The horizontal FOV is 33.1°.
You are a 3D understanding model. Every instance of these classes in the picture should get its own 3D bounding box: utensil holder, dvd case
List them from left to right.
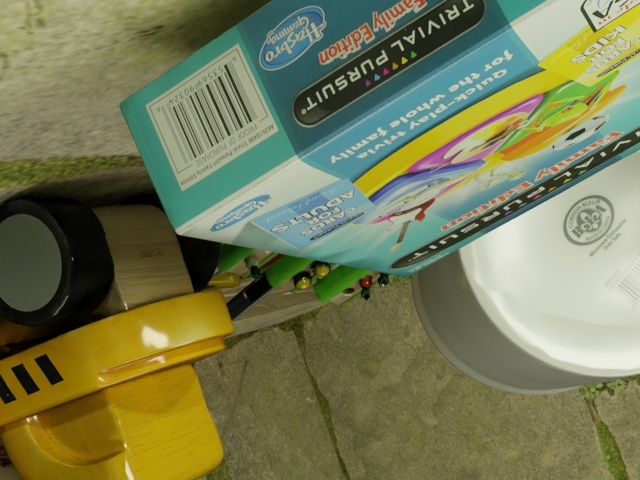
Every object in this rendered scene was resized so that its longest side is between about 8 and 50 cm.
[{"bbox_3d":[0.000,0.000,1.166,0.253,0.022,0.180,-39,179,36],"label":"dvd case"},{"bbox_3d":[0.284,0.015,1.275,0.327,0.328,0.385,-19,171,-3],"label":"utensil holder"}]

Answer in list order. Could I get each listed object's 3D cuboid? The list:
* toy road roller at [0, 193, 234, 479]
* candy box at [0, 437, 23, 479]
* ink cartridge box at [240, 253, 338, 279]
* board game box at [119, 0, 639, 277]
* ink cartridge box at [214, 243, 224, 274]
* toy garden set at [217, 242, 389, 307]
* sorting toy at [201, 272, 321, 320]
[{"bbox_3d":[-0.222,0.111,0.879,0.329,0.241,0.202,-23,173,27],"label":"toy road roller"},{"bbox_3d":[-0.270,0.201,0.942,0.164,0.070,0.196,14,-169,1],"label":"candy box"},{"bbox_3d":[-0.059,0.041,1.637,0.181,0.056,0.224,-25,173,40],"label":"ink cartridge box"},{"bbox_3d":[0.087,-0.078,0.622,0.253,0.079,0.336,-30,164,18],"label":"board game box"},{"bbox_3d":[-0.122,0.006,1.096,0.180,0.060,0.104,-20,175,1],"label":"ink cartridge box"},{"bbox_3d":[0.010,-0.005,0.994,0.244,0.049,0.203,20,136,-42],"label":"toy garden set"},{"bbox_3d":[-0.111,0.067,1.565,0.229,0.041,0.307,-11,165,14],"label":"sorting toy"}]
